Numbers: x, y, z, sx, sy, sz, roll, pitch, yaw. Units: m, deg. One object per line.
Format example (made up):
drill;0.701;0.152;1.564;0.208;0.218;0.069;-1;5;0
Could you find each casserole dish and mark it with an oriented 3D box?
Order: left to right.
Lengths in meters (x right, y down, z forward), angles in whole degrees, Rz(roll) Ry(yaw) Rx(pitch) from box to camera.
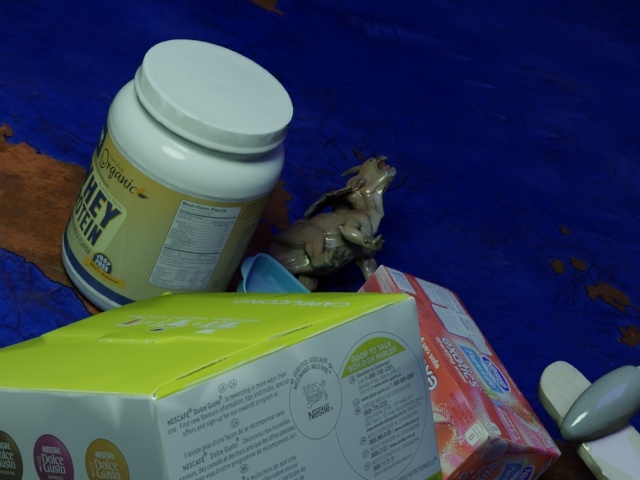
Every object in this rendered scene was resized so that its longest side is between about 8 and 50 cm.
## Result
casserole dish;-0.045;0.099;1.928;0.188;0.037;0.114;43;32;-15

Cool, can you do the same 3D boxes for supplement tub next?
supplement tub;-0.180;-0.070;1.858;0.228;0.316;0.228;18;33;-12

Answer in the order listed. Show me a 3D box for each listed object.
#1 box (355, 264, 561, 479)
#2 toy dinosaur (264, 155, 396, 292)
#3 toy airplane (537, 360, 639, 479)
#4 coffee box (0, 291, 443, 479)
box;0.144;0.192;1.849;0.154;0.142;0.300;19;30;-43
toy dinosaur;0.000;0.000;2.078;0.296;0.127;0.200;-18;41;-27
toy airplane;0.445;0.321;1.787;0.386;0.272;0.384;23;34;-6
coffee box;-0.116;0.240;1.339;0.338;0.334;0.338;-2;11;41
